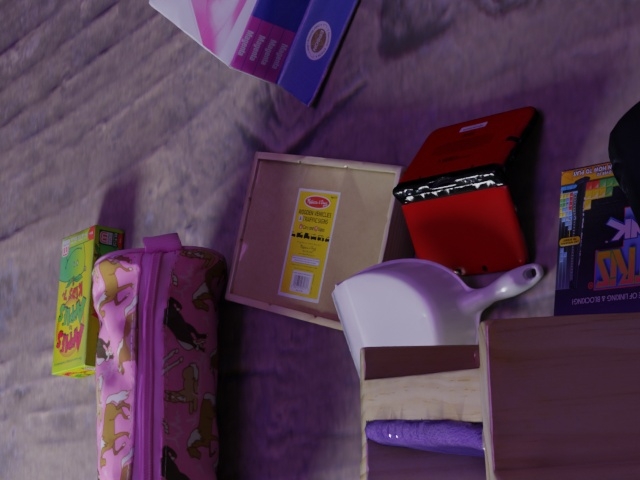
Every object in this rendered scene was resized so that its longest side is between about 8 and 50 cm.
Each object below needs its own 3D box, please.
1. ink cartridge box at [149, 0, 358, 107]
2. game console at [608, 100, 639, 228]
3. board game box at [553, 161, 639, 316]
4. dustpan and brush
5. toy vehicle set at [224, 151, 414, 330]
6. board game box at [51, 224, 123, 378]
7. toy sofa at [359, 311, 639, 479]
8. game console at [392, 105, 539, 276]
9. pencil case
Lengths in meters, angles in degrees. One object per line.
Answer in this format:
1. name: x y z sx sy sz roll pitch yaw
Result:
1. ink cartridge box: -0.050 -0.356 1.656 0.330 0.071 0.324 41 112 51
2. game console: 0.352 -0.027 0.867 0.342 0.060 0.386 -38 44 26
3. board game box: 0.255 0.006 1.132 0.170 0.048 0.141 -11 69 53
4. dustpan and brush: 0.110 0.066 1.315 0.211 0.060 0.147 -35 69 48
5. toy vehicle set: 0.000 0.000 1.505 0.267 0.035 0.165 11 88 55
6. board game box: -0.297 0.079 1.894 0.092 0.043 0.181 -18 65 51
7. toy sofa: 0.137 0.150 1.042 0.362 0.150 0.177 150 119 -77
8. game console: 0.143 -0.042 1.337 0.144 0.085 0.124 -9 41 53
9. pencil case: -0.175 0.192 1.585 0.167 0.160 0.386 -22 61 43
